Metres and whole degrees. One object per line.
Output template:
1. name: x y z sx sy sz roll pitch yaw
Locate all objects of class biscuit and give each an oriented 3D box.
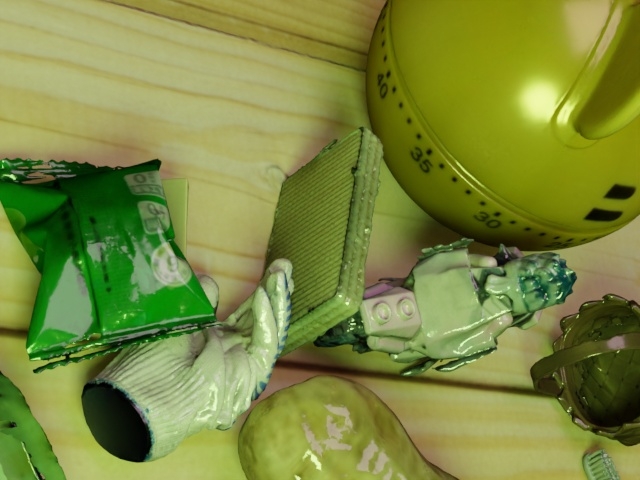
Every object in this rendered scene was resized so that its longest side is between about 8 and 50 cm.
1. biscuit: 0.000 0.000 1.194 0.040 0.121 0.199 32 46 -24

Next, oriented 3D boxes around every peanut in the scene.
1. peanut: 0.044 0.202 1.092 0.253 0.122 0.137 43 18 -13

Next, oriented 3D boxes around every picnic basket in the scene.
1. picnic basket: 0.281 0.123 1.339 0.178 0.128 0.138 15 51 -44

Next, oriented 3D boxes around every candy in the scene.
1. candy: -0.172 0.004 1.049 0.141 0.078 0.203 -18 54 -8

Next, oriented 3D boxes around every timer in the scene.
1. timer: 0.236 -0.174 1.320 0.376 0.387 0.376 19 52 -26

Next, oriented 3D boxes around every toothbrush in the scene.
1. toothbrush: 0.331 0.363 1.290 0.024 0.029 0.354 -12 70 -30

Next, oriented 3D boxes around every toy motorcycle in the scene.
1. toy motorcycle: 0.129 0.049 1.209 0.239 0.204 0.108 -26 92 -43

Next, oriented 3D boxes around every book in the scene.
1. book: -0.148 -0.002 1.120 0.077 0.014 0.111 -2 56 1

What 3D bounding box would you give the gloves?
1. gloves: -0.093 0.089 1.075 0.119 0.097 0.229 31 50 21

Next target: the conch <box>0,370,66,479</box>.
1. conch: -0.226 0.164 0.894 0.250 0.143 0.137 42 84 -28
